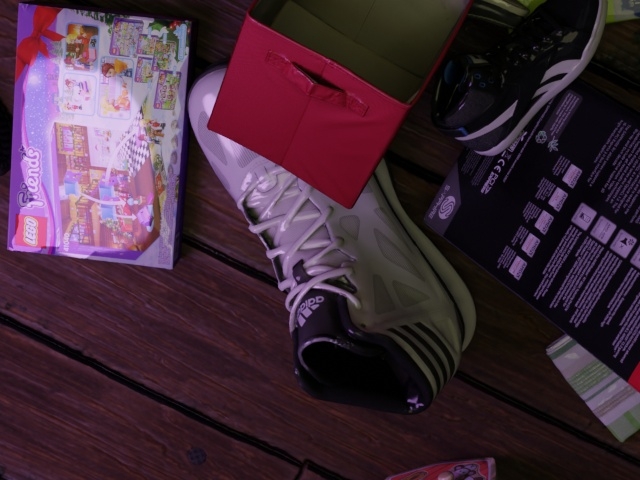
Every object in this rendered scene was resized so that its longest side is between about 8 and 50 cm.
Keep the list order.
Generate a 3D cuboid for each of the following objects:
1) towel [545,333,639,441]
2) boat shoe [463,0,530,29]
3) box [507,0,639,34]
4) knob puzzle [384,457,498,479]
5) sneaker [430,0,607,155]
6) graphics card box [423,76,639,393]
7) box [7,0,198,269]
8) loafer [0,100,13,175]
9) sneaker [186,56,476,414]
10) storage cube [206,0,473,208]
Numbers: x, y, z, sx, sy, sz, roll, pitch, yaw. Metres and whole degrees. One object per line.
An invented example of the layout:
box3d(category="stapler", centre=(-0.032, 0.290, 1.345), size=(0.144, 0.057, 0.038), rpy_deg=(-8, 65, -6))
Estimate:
box3d(category="towel", centre=(0.358, 0.155, 1.452), size=(0.113, 0.023, 0.152), rpy_deg=(-37, 100, 13))
box3d(category="boat shoe", centre=(0.115, -0.260, 1.335), size=(0.233, 0.084, 0.079), rpy_deg=(15, 108, 15))
box3d(category="box", centre=(0.292, -0.292, 1.343), size=(0.178, 0.042, 0.109), rpy_deg=(-7, 102, 7))
box3d(category="knob puzzle", centre=(0.123, 0.294, 1.422), size=(0.213, 0.213, 0.030), rpy_deg=(-18, 101, 8))
box3d(category="sneaker", centre=(0.199, -0.188, 1.252), size=(0.121, 0.079, 0.217), rpy_deg=(17, 114, -45))
box3d(category="graphics card box", centre=(0.296, -0.020, 1.262), size=(0.371, 0.094, 0.233), rpy_deg=(40, 108, 41))
box3d(category="box", centre=(-0.255, -0.123, 1.415), size=(0.201, 0.057, 0.293), rpy_deg=(7, 103, 2))
box3d(category="loafer", centre=(-0.436, -0.166, 1.416), size=(0.078, 0.080, 0.220), rpy_deg=(-29, 94, 20))
box3d(category="sneaker", centre=(0.001, 0.000, 1.310), size=(0.169, 0.257, 0.447), rpy_deg=(-38, 98, 23))
box3d(category="storage cube", centre=(0.020, -0.186, 1.248), size=(0.184, 0.215, 0.193), rpy_deg=(29, 145, 0))
